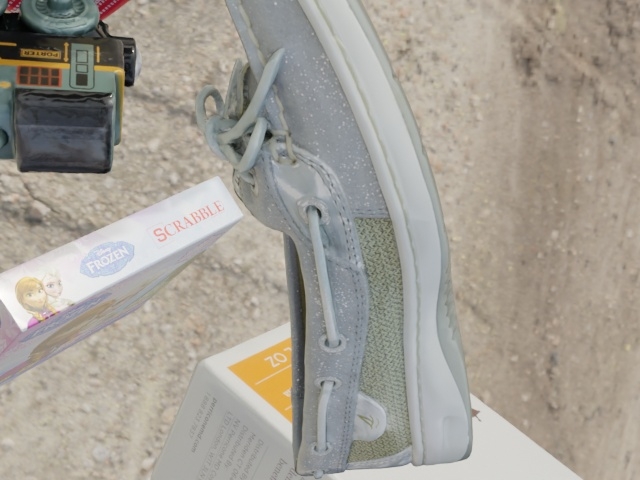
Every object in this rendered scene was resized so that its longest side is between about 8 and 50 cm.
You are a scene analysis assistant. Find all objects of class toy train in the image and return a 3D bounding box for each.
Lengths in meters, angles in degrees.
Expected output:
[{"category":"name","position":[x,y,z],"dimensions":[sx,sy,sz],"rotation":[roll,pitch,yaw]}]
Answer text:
[{"category":"toy train","position":[-0.338,-0.156,0.804],"dimensions":[0.334,0.190,0.142],"rotation":[1,137,-17]}]

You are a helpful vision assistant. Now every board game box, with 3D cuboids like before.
[{"category":"board game box","position":[-0.291,0.069,1.017],"dimensions":[0.319,0.318,0.066],"rotation":[-32,87,-44]}]

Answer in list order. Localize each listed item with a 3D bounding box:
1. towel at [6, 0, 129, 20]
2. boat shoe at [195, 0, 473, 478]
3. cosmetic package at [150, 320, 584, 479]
[{"category":"towel","position":[-0.310,-0.306,0.886],"dimensions":[0.275,0.199,0.031],"rotation":[19,55,-52]},{"category":"boat shoe","position":[0.000,-0.001,0.397],"dimensions":[0.103,0.118,0.320],"rotation":[-16,129,0]},{"category":"cosmetic package","position":[0.098,0.261,0.732],"dimensions":[0.230,0.453,0.161],"rotation":[-20,141,-54]}]
